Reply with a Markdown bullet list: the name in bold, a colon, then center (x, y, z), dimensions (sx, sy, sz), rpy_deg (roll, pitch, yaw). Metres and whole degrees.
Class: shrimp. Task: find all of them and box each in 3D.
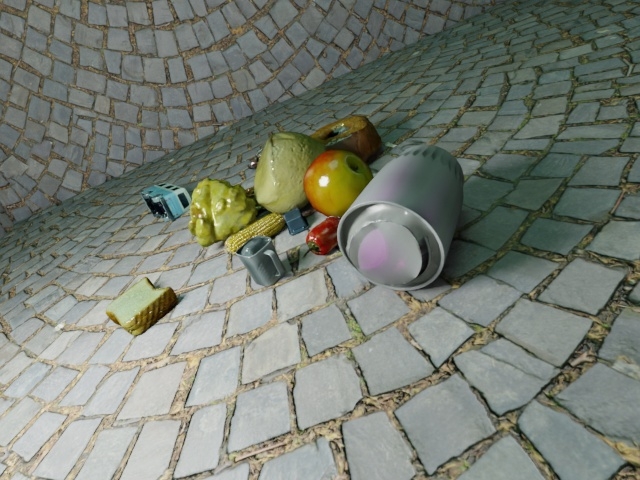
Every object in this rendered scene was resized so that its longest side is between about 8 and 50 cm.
- **shrimp**: center (-0.262, -0.423, 2.189), dimensions (0.233, 0.090, 0.079), rpy_deg (-32, -5, 9)

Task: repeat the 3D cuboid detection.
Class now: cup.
- **cup**: center (0.219, -0.075, 1.115), dimensions (0.254, 0.253, 0.371), rpy_deg (-3, 34, 33)
- **cup**: center (-0.163, 0.060, 1.303), dimensions (0.128, 0.129, 0.095), rpy_deg (8, 44, 44)

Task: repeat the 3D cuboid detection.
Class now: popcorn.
- **popcorn**: center (-0.371, -0.112, 1.641), dimensions (0.242, 0.234, 0.250), rpy_deg (-9, 35, -19)

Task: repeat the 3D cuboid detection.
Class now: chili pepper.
- **chili pepper**: center (0.000, 0.000, 1.329), dimensions (0.086, 0.084, 0.192), rpy_deg (-17, 21, 48)

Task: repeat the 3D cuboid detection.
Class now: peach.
- **peach**: center (0.059, -0.179, 1.425), dimensions (0.231, 0.230, 0.230), rpy_deg (-18, 30, 11)

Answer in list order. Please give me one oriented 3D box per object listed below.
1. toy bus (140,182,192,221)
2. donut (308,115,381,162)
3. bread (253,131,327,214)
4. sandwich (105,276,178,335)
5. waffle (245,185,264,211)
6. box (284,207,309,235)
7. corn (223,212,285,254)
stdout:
- **toy bus**: center (-0.743, -0.198, 2.146), dimensions (0.165, 0.132, 0.272), rpy_deg (-36, 34, -29)
- **donut**: center (0.087, -0.389, 1.821), dimensions (0.317, 0.150, 0.299), rpy_deg (-38, 35, -21)
- **bread**: center (-0.111, -0.249, 1.630), dimensions (0.320, 0.238, 0.320), rpy_deg (-160, 90, -75)
- **sandwich**: center (-0.585, 0.210, 1.441), dimensions (0.186, 0.065, 0.215), rpy_deg (-42, 33, -27)
- **waffle**: center (-0.249, -0.183, 1.843), dimensions (0.238, 0.058, 0.243), rpy_deg (-37, 34, -26)
- **box**: center (-0.086, -0.069, 1.529), dimensions (0.074, 0.054, 0.099), rpy_deg (-23, 29, 0)
- **corn**: center (-0.225, -0.021, 1.532), dimensions (0.238, 0.080, 0.080), rpy_deg (-31, 30, -17)
